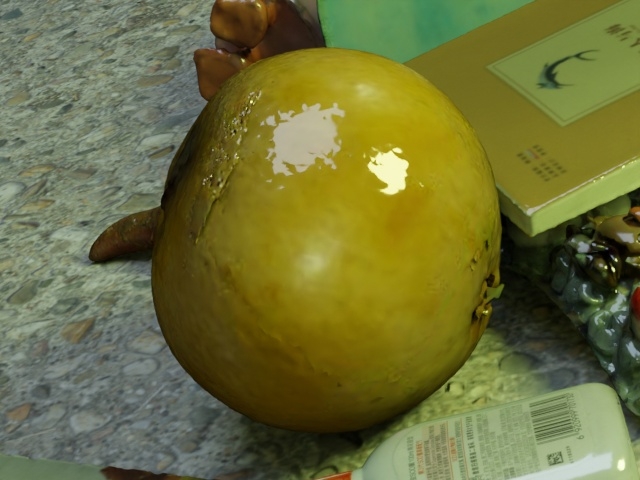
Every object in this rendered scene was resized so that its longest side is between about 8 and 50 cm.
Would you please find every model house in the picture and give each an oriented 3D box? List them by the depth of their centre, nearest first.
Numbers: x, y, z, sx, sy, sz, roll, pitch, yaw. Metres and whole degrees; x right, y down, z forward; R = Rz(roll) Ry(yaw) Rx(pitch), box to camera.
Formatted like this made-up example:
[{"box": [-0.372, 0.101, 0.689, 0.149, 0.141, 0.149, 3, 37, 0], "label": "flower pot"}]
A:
[{"box": [0.123, -0.235, 1.331, 0.225, 0.261, 0.241, -13, 28, 11], "label": "model house"}]

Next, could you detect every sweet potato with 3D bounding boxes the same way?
[{"box": [-0.119, -0.002, 1.285, 0.255, 0.058, 0.078, 7, 57, 48], "label": "sweet potato"}]

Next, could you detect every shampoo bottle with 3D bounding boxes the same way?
[{"box": [0.080, 0.147, 0.873, 0.220, 0.051, 0.108, -15, 28, 9], "label": "shampoo bottle"}]

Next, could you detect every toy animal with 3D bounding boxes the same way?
[{"box": [-0.016, -0.263, 1.602, 0.169, 0.195, 0.281, 27, 42, 2], "label": "toy animal"}]

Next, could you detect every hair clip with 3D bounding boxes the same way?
[{"box": [0.206, 0.011, 1.003, 0.138, 0.091, 0.321, -22, 28, -12], "label": "hair clip"}]

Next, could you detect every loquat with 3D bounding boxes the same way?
[{"box": [0.000, 0.000, 0.978, 0.263, 0.263, 0.263, -15, 27, 8], "label": "loquat"}]

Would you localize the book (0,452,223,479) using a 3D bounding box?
[{"box": [-0.276, 0.247, 0.934, 0.428, 0.039, 0.300, 0, 32, 33], "label": "book"}]

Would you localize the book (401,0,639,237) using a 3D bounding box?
[{"box": [0.262, -0.152, 1.099, 0.388, 0.032, 0.269, -26, 35, -8], "label": "book"}]
